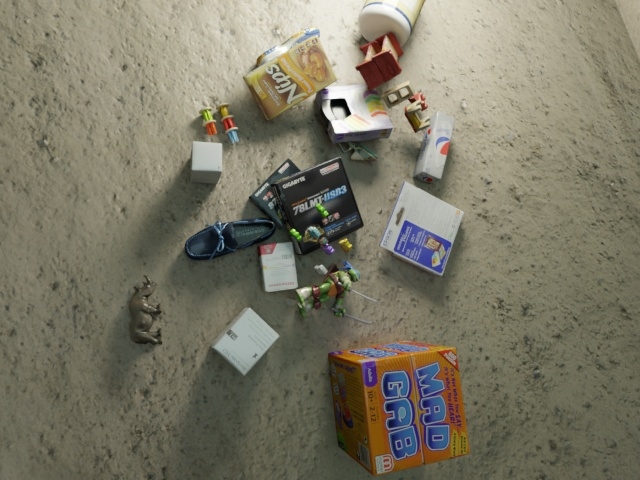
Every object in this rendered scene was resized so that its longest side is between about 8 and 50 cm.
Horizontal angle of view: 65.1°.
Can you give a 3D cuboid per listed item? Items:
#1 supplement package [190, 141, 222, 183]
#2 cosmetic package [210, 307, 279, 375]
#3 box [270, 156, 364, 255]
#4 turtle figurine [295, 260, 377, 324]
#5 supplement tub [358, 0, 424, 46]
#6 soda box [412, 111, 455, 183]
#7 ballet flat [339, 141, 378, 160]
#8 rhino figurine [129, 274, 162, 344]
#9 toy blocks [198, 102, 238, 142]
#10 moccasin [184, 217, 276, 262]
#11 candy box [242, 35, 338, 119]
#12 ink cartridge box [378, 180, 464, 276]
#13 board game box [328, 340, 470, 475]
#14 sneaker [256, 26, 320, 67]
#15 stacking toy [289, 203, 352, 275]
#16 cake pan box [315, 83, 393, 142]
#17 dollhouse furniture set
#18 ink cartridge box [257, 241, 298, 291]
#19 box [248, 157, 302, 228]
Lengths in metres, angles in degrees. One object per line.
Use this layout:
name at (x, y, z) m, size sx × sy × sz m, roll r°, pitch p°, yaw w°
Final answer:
supplement package at (-0.412, -0.276, 1.799) m, size 0.105 × 0.179 × 0.105 m, roll 2°, pitch 82°, yaw -17°
cosmetic package at (-0.270, 0.354, 1.773) m, size 0.151 × 0.151 × 0.184 m, roll 44°, pitch 73°, yaw -6°
box at (-0.007, -0.133, 1.918) m, size 0.295 × 0.073 × 0.294 m, roll -25°, pitch 105°, yaw -23°
turtle figurine at (0.057, 0.223, 1.867) m, size 0.266 × 0.198 × 0.275 m, roll -20°, pitch 84°, yaw -13°
supplement tub at (0.312, -0.991, 2.087) m, size 0.228 × 0.228 × 0.317 m, roll 27°, pitch 76°, yaw -12°
soda box at (0.483, -0.393, 2.129) m, size 0.091 × 0.098 × 0.287 m, roll 20°, pitch 77°, yaw -14°
ballet flat at (0.131, -0.381, 2.041) m, size 0.221 × 0.077 × 0.079 m, roll 42°, pitch 96°, yaw -1°
rhino figurine at (-0.604, 0.241, 1.730) m, size 0.106 × 0.073 × 0.244 m, roll -2°, pitch 82°, yaw -20°
toy blocks at (-0.379, -0.433, 1.896) m, size 0.123 × 0.054 × 0.148 m, roll -20°, pitch 89°, yaw -19°
moccasin at (-0.328, -0.025, 1.824) m, size 0.341 × 0.117 × 0.138 m, roll -22°, pitch 89°, yaw -18°
candy box at (-0.114, -0.621, 1.919) m, size 0.316 × 0.087 × 0.183 m, roll -32°, pitch 113°, yaw -4°
ink cartridge box at (0.414, -0.046, 2.081) m, size 0.307 × 0.072 × 0.304 m, roll 25°, pitch 77°, yaw -10°
board game box at (0.263, 0.571, 1.799) m, size 0.355 × 0.356 × 0.357 m, roll -5°, pitch 85°, yaw -17°
sneaker at (-0.110, -0.737, 2.003) m, size 0.296 × 0.112 × 0.131 m, roll -36°, pitch 105°, yaw -11°
stacking toy at (0.000, 0.000, 1.862) m, size 0.167 × 0.052 × 0.221 m, roll -45°, pitch 105°, yaw -27°
cake pan box at (0.128, -0.513, 2.013) m, size 0.266 × 0.070 × 0.246 m, roll -9°, pitch 62°, yaw -18°
dollhouse furniture set at (0.306, -0.633, 2.066) m, size 0.374 × 0.152 × 0.201 m, roll 52°, pitch 32°, yaw -29°
ink cartridge box at (-0.163, 0.101, 1.881) m, size 0.127 × 0.072 × 0.175 m, roll -5°, pitch 84°, yaw -18°
box at (-0.140, -0.181, 1.935) m, size 0.175 × 0.051 × 0.220 m, roll 46°, pitch 73°, yaw -8°
